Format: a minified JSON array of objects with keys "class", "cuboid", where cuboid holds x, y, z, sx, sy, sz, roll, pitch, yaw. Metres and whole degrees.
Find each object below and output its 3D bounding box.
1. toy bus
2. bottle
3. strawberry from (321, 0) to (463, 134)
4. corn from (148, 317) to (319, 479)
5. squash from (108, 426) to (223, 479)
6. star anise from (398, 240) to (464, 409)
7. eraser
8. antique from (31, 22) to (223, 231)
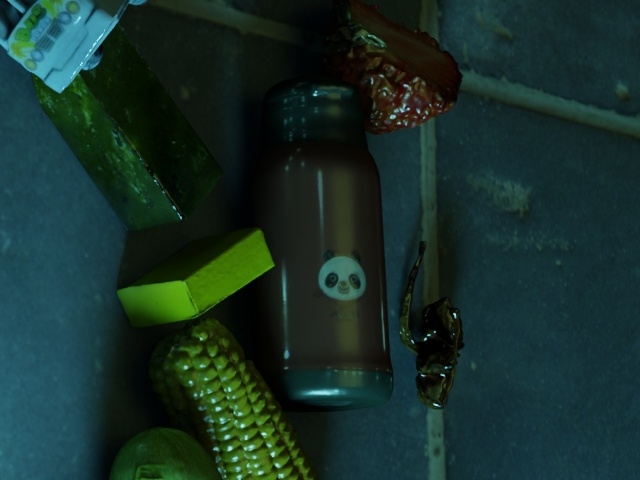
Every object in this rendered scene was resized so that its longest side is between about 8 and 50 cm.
[{"class":"toy bus","cuboid":[-0.209,-0.263,1.774,0.136,0.109,0.330,36,30,-12]},{"class":"bottle","cuboid":[0.000,0.000,2.011,0.144,0.144,0.336,11,74,-46]},{"class":"strawberry","cuboid":[0.066,-0.173,2.159,0.236,0.107,0.175,28,25,-43]},{"class":"corn","cuboid":[-0.056,0.239,1.920,0.120,0.120,0.363,-39,111,-44]},{"class":"squash","cuboid":[-0.124,0.355,1.827,0.118,0.118,0.370,-8,90,-48]},{"class":"star anise","cuboid":[0.123,0.094,2.192,0.097,0.070,0.191,51,41,-65]},{"class":"eraser","cuboid":[-0.119,0.035,1.908,0.122,0.097,0.045,-34,108,-44]},{"class":"antique","cuboid":[-0.193,-0.119,1.873,0.221,0.080,0.081,56,46,-22]}]
